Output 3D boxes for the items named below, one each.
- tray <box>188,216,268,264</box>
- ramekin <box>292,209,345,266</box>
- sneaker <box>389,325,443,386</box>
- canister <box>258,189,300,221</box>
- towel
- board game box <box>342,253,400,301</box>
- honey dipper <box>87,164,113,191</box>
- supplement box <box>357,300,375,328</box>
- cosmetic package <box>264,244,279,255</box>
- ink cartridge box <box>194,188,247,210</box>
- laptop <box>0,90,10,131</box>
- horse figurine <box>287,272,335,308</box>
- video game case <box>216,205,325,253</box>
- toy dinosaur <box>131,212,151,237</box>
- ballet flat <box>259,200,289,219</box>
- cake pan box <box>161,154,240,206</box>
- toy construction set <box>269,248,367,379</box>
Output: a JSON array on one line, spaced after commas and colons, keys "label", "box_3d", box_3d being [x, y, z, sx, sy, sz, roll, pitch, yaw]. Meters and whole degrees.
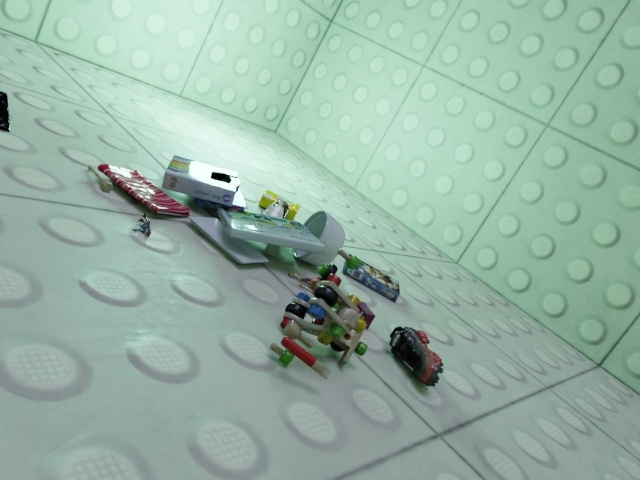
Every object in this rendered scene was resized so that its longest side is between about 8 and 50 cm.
[{"label": "tray", "box_3d": [-0.305, 0.005, 1.769, 0.270, 0.030, 0.145, 37, 18, 24]}, {"label": "ramekin", "box_3d": [0.000, 0.000, 2.022, 0.109, 0.207, 0.207, 32, 13, -25]}, {"label": "sneaker", "box_3d": [0.279, 0.341, 1.631, 0.135, 0.097, 0.276, 26, 14, -13]}, {"label": "canister", "box_3d": [-0.183, -0.156, 2.416, 0.170, 0.073, 0.126, 27, 15, -3]}, {"label": "towel", "box_3d": [-0.577, -0.165, 1.779, 0.275, 0.031, 0.199, 34, 10, 16]}, {"label": "board game box", "box_3d": [0.208, 0.150, 2.204, 0.243, 0.042, 0.165, 29, 16, -1]}, {"label": "honey dipper", "box_3d": [-0.705, -0.202, 1.714, 0.161, 0.030, 0.030, 38, 17, 36]}, {"label": "supplement box", "box_3d": [0.134, 0.241, 1.764, 0.043, 0.055, 0.083, 16, 20, -36]}, {"label": "cosmetic package", "box_3d": [-0.167, 0.008, 1.952, 0.041, 0.060, 0.115, 26, 17, -7]}, {"label": "ink cartridge box", "box_3d": [-0.396, -0.178, 2.089, 0.186, 0.065, 0.311, 12, 19, -23]}, {"label": "laptop", "box_3d": [-1.138, -0.437, 1.708, 0.234, 0.136, 0.264, 11, 49, -47]}, {"label": "horse figurine", "box_3d": [-0.004, 0.161, 1.756, 0.175, 0.066, 0.263, 17, 17, -20]}, {"label": "video game case", "box_3d": [-0.180, -0.039, 1.891, 0.329, 0.036, 0.300, 11, 14, -22]}, {"label": "toy dinosaur", "box_3d": [-0.496, -0.039, 1.554, 0.082, 0.047, 0.090, 58, 16, 24]}, {"label": "ballet flat", "box_3d": [-0.188, -0.105, 2.182, 0.108, 0.106, 0.316, 28, 16, -4]}, {"label": "cake pan box", "box_3d": [-0.430, -0.220, 1.982, 0.267, 0.070, 0.245, 15, 23, -12]}, {"label": "toy construction set", "box_3d": [0.033, 0.236, 1.366, 0.237, 0.257, 0.309, 40, 35, -8]}]
